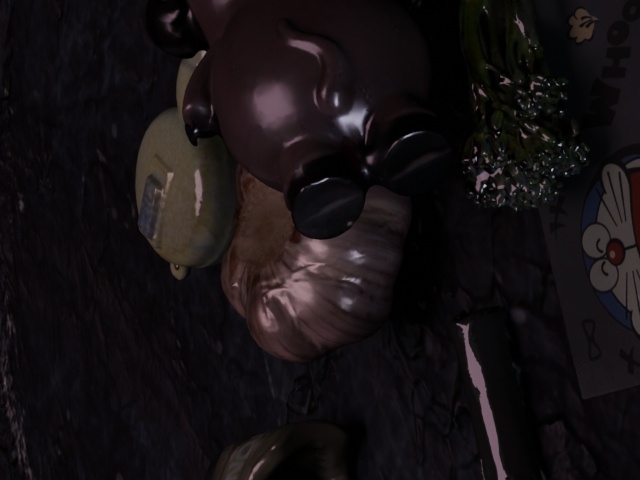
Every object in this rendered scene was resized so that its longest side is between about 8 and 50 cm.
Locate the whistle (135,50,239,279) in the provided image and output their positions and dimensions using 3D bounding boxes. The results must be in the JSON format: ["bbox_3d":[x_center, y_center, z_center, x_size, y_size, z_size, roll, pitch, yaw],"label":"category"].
[{"bbox_3d":[-0.091,-0.084,1.190,0.126,0.067,0.258,43,126,46],"label":"whistle"}]

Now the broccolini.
[{"bbox_3d":[0.092,-0.113,0.881,0.091,0.068,0.203,116,141,-69],"label":"broccolini"}]

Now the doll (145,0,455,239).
[{"bbox_3d":[-0.005,-0.117,0.952,0.257,0.182,0.117,-116,1,-47],"label":"doll"}]

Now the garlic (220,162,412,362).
[{"bbox_3d":[0.000,0.000,1.021,0.147,0.102,0.159,-41,48,36],"label":"garlic"}]

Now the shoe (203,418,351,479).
[{"bbox_3d":[-0.007,0.257,1.054,0.149,0.109,0.293,130,132,-56],"label":"shoe"}]

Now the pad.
[{"bbox_3d":[0.165,-0.047,0.842,0.170,0.006,0.246,-27,72,57],"label":"pad"}]

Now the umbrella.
[{"bbox_3d":[0.106,0.104,0.931,0.036,0.031,0.133,-28,71,58],"label":"umbrella"}]
